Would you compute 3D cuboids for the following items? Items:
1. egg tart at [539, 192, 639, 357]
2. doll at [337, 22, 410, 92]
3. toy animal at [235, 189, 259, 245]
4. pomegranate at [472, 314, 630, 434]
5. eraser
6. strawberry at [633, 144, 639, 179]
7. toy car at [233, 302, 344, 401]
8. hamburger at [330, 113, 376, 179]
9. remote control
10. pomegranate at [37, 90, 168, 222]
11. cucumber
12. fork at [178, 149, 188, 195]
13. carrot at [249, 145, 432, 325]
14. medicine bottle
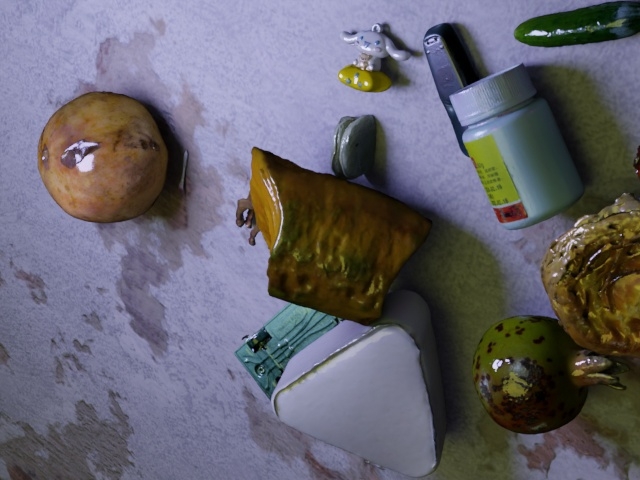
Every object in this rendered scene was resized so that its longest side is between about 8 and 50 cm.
[{"bbox_3d":[0.476,0.045,1.517,0.297,0.132,0.297,13,125,20],"label":"egg tart"},{"bbox_3d":[0.091,-0.302,1.718,0.135,0.071,0.113,-3,91,37],"label":"doll"},{"bbox_3d":[-0.068,-0.051,2.000,0.275,0.054,0.149,-19,101,45],"label":"toy animal"},{"bbox_3d":[0.368,0.219,1.664,0.246,0.198,0.198,4,117,14],"label":"pomegranate"},{"bbox_3d":[0.109,0.241,1.884,0.331,0.150,0.331,6,117,13],"label":"eraser"},{"bbox_3d":[0.514,-0.151,1.393,0.140,0.085,0.192,23,132,23],"label":"strawberry"},{"bbox_3d":[-0.033,0.181,2.048,0.321,0.097,0.141,-43,82,30],"label":"toy car"},{"bbox_3d":[0.053,-0.156,1.808,0.054,0.084,0.121,18,125,33],"label":"hamburger"},{"bbox_3d":[0.221,-0.236,1.641,0.072,0.042,0.222,-13,103,47],"label":"remote control"},{"bbox_3d":[-0.448,-0.165,2.136,0.281,0.281,0.281,21,125,33],"label":"pomegranate"},{"bbox_3d":[0.375,-0.304,1.458,0.250,0.056,0.056,-1,111,43],"label":"cucumber"},{"bbox_3d":[-0.289,-0.140,2.178,0.016,0.012,0.115,27,128,21],"label":"fork"},{"bbox_3d":[0.000,0.000,1.787,0.341,0.241,0.241,20,128,3],"label":"carrot"},{"bbox_3d":[0.294,-0.141,1.557,0.139,0.139,0.225,-18,100,46],"label":"medicine bottle"}]
